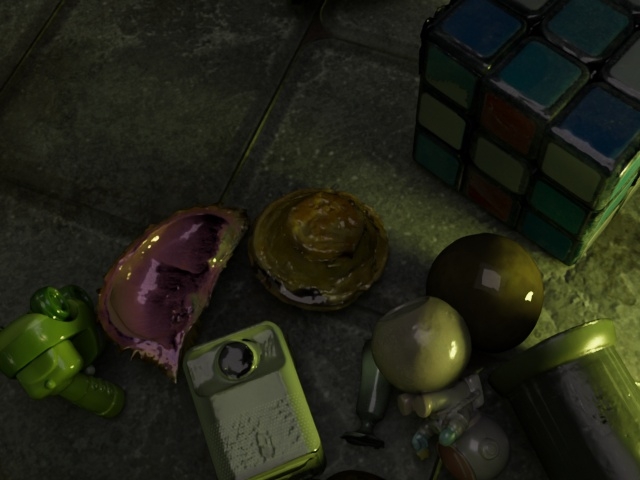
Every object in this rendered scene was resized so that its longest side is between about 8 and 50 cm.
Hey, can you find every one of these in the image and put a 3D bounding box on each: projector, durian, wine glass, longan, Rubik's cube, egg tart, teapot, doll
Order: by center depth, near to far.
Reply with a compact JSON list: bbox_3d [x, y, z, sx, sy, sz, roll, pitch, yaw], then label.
[{"bbox_3d":[0.418,0.296,1.149,0.270,0.200,0.337,-7,62,-34],"label":"teapot"},{"bbox_3d":[0.183,0.225,1.185,0.150,0.151,0.287,-27,92,-9],"label":"doll"},{"bbox_3d":[-0.097,0.242,1.198,0.163,0.177,0.243,-18,64,-6],"label":"projector"},{"bbox_3d":[0.081,0.232,1.249,0.072,0.072,0.155,12,67,9],"label":"wine glass"},{"bbox_3d":[0.244,0.087,1.266,0.204,0.159,0.185,-35,77,27],"label":"longan"},{"bbox_3d":[0.383,-0.227,1.292,0.358,0.363,0.362,36,71,20],"label":"Rubik's cube"},{"bbox_3d":[-0.239,0.071,1.325,0.191,0.112,0.341,10,55,16],"label":"durian"},{"bbox_3d":[0.000,0.000,1.337,0.240,0.106,0.241,4,58,-6],"label":"egg tart"}]

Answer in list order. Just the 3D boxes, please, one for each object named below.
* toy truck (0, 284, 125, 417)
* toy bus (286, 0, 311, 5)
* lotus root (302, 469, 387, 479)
[{"bbox_3d":[-0.398,0.174,1.242,0.148,0.187,0.211,-36,68,6],"label":"toy truck"},{"bbox_3d":[0.049,-0.541,1.568,0.262,0.150,0.128,-13,94,-3],"label":"toy bus"},{"bbox_3d":[0.058,0.388,1.157,0.209,0.120,0.120,18,67,8],"label":"lotus root"}]
